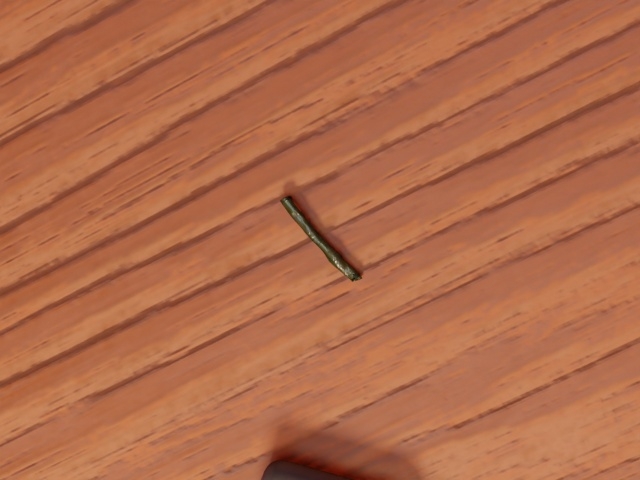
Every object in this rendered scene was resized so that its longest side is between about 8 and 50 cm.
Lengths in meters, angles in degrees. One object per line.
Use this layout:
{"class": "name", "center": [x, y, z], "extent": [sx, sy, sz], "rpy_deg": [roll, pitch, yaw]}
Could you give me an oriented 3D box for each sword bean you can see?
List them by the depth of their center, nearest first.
{"class": "sword bean", "center": [0.000, 0.000, 1.308], "extent": [0.012, 0.012, 0.083], "rpy_deg": [-40, 96, 19]}

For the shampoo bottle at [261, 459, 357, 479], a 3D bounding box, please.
{"class": "shampoo bottle", "center": [0.031, 0.221, 1.347], "extent": [0.165, 0.040, 0.080], "rpy_deg": [14, 107, 7]}
